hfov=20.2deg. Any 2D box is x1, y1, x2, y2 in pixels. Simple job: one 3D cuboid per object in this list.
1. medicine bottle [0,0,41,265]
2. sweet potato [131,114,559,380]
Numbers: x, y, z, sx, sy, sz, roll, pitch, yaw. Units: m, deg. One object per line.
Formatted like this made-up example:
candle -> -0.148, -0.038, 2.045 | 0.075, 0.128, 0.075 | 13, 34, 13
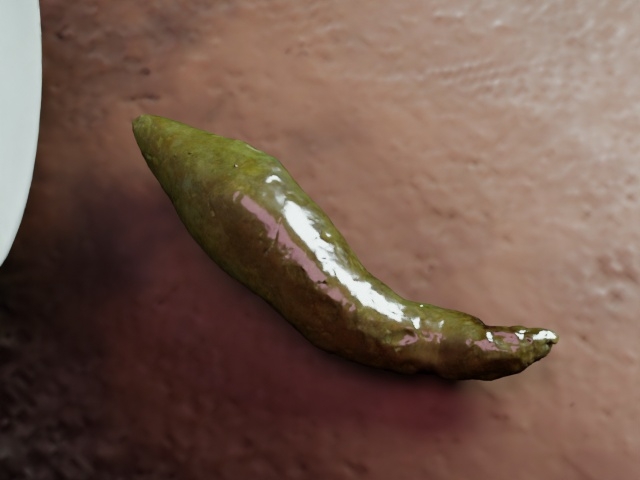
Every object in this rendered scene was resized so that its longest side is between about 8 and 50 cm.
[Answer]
medicine bottle -> -0.220, -0.055, 0.539 | 0.252, 0.144, 0.144 | 1, 63, 4
sweet potato -> -0.003, 0.006, 0.547 | 0.153, 0.038, 0.041 | 32, 93, 18
